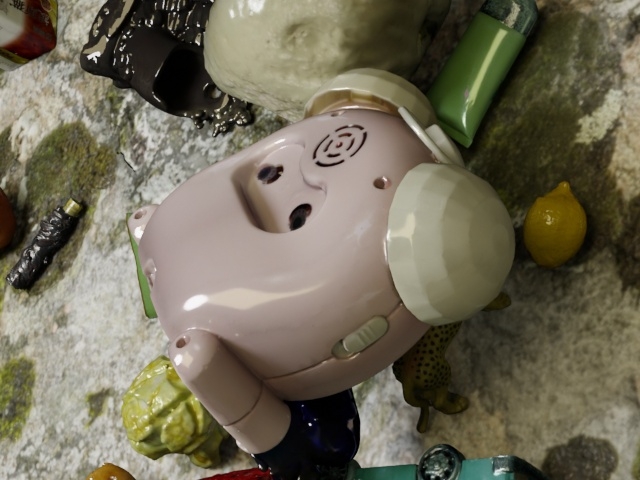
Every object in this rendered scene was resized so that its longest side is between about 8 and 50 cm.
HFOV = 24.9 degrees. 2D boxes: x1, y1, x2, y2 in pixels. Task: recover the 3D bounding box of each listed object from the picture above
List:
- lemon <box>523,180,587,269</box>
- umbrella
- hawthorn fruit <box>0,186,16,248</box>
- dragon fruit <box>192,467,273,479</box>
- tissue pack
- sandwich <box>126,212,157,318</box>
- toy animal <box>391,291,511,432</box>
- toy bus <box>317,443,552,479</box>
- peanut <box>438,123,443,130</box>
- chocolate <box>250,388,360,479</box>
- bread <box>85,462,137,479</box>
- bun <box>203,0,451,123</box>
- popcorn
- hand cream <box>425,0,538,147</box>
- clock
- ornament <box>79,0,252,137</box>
[{"bbox_3d":[0.239,-0.015,1.471,0.065,0.065,0.092,11,88,39],"label":"lemon"},{"bbox_3d":[-0.368,0.003,1.938,0.144,0.040,0.037,-52,42,7],"label":"umbrella"},{"bbox_3d":[-0.479,-0.029,1.988,0.128,0.128,0.128,-14,64,32],"label":"hawthorn fruit"},{"bbox_3d":[-0.104,0.274,1.617,0.131,0.097,0.063,-3,66,57],"label":"dragon fruit"},{"bbox_3d":[-0.464,-0.320,2.066,0.106,0.148,0.099,-18,63,31],"label":"tissue pack"},{"bbox_3d":[-0.202,0.032,1.777,0.074,0.074,0.116,-2,71,37],"label":"sandwich"},{"bbox_3d":[0.109,0.102,1.475,0.073,0.136,0.181,18,84,40],"label":"toy animal"},{"bbox_3d":[0.096,0.288,1.409,0.256,0.128,0.147,-9,57,33],"label":"toy bus"},{"bbox_3d":[0.057,-0.094,1.633,0.187,0.082,0.082,-24,59,29],"label":"peanut"},{"bbox_3d":[-0.009,0.119,1.489,0.343,0.148,0.126,-93,15,-53],"label":"chocolate"},{"bbox_3d":[-0.237,0.354,1.677,0.114,0.077,0.189,-23,58,51],"label":"bread"},{"bbox_3d":[0.035,-0.275,1.589,0.211,0.360,0.360,31,93,8],"label":"bun"},{"bbox_3d":[-0.160,0.185,1.648,0.135,0.141,0.162,28,129,38],"label":"popcorn"},{"bbox_3d":[0.177,-0.196,1.605,0.095,0.046,0.175,36,102,39],"label":"hand cream"},{"bbox_3d":[0.000,0.000,1.387,0.325,0.184,0.342,-31,41,4],"label":"clock"},{"bbox_3d":[-0.156,-0.271,1.858,0.260,0.106,0.251,20,87,35],"label":"ornament"}]
